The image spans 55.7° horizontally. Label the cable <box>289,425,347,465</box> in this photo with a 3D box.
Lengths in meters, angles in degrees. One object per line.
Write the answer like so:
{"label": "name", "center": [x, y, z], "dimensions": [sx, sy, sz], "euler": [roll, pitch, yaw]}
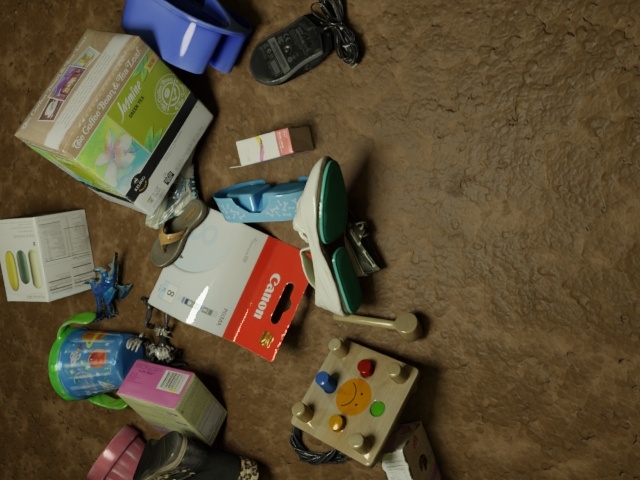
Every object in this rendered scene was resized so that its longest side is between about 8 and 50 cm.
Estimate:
{"label": "cable", "center": [-0.011, 0.545, 1.679], "dimensions": [0.185, 0.047, 0.150], "euler": [-7, 97, 29]}

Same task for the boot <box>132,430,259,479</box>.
{"label": "boot", "center": [-0.375, 0.676, 1.786], "dimensions": [0.284, 0.138, 0.377], "euler": [26, 140, -20]}

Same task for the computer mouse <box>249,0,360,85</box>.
{"label": "computer mouse", "center": [-0.044, -0.465, 1.489], "dimensions": [0.272, 0.072, 0.188], "euler": [-22, 87, 17]}

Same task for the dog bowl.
{"label": "dog bowl", "center": [-0.132, -0.102, 1.554], "dimensions": [0.297, 0.166, 0.074], "euler": [-2, 110, 28]}

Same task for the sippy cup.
{"label": "sippy cup", "center": [-0.684, 0.382, 1.908], "dimensions": [0.224, 0.305, 0.240], "euler": [-7, 59, 18]}

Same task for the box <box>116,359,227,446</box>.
{"label": "box", "center": [-0.428, 0.475, 1.773], "dimensions": [0.214, 0.117, 0.243], "euler": [5, 141, 27]}

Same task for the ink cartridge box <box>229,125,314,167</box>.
{"label": "ink cartridge box", "center": [-0.132, -0.237, 1.546], "dimensions": [0.198, 0.115, 0.067], "euler": [-10, 96, 28]}

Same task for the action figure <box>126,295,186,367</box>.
{"label": "action figure", "center": [-0.500, 0.309, 1.834], "dimensions": [0.164, 0.141, 0.275], "euler": [3, 100, 18]}

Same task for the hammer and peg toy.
{"label": "hammer and peg toy", "center": [0.105, 0.339, 1.494], "dimensions": [0.266, 0.127, 0.361], "euler": [15, 65, 39]}

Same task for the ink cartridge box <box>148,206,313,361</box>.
{"label": "ink cartridge box", "center": [-0.238, 0.106, 1.622], "dimensions": [0.385, 0.091, 0.308], "euler": [23, 85, 24]}

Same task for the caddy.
{"label": "caddy", "center": [-0.333, -0.563, 1.519], "dimensions": [0.341, 0.241, 0.179], "euler": [36, 121, 16]}

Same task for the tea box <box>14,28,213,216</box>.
{"label": "tea box", "center": [-0.505, -0.292, 1.530], "dimensions": [0.220, 0.323, 0.329], "euler": [19, 75, 34]}

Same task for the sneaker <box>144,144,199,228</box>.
{"label": "sneaker", "center": [-0.393, -0.154, 1.723], "dimensions": [0.122, 0.110, 0.283], "euler": [22, 98, -14]}

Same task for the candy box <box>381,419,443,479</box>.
{"label": "candy box", "center": [0.229, 0.571, 1.492], "dimensions": [0.070, 0.165, 0.196], "euler": [-20, 90, 28]}

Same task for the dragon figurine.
{"label": "dragon figurine", "center": [-0.657, 0.149, 1.911], "dimensions": [0.289, 0.085, 0.144], "euler": [-42, 82, 32]}

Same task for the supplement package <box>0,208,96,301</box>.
{"label": "supplement package", "center": [-0.878, 0.045, 1.942], "dimensions": [0.199, 0.198, 0.262], "euler": [-2, 99, 27]}

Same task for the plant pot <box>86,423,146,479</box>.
{"label": "plant pot", "center": [-0.617, 0.729, 1.959], "dimensions": [0.180, 0.201, 0.201], "euler": [35, 115, 1]}

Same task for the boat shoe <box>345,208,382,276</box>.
{"label": "boat shoe", "center": [0.088, -0.019, 1.504], "dimensions": [0.070, 0.078, 0.219], "euler": [-21, 98, 30]}

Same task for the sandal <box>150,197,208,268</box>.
{"label": "sandal", "center": [-0.388, -0.025, 1.627], "dimensions": [0.219, 0.060, 0.090], "euler": [-48, 65, 4]}

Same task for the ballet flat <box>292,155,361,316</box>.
{"label": "ballet flat", "center": [0.000, 0.000, 1.437], "dimensions": [0.139, 0.139, 0.400], "euler": [0, 113, 27]}
